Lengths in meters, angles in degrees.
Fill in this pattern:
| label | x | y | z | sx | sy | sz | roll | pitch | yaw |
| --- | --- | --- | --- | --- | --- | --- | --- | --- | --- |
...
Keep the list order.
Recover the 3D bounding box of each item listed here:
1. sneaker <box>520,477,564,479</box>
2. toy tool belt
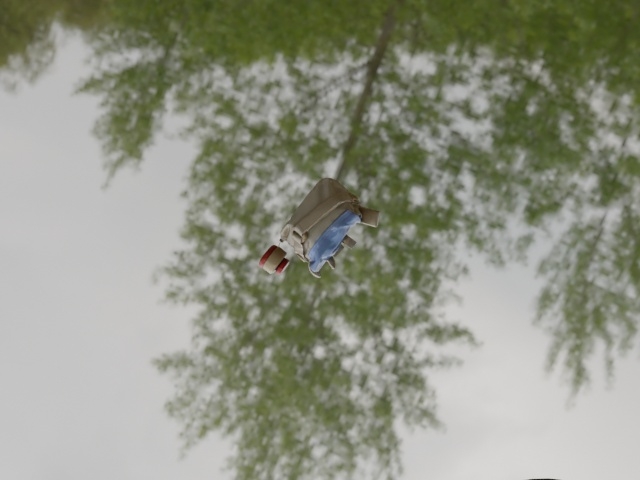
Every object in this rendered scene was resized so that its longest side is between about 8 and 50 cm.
| label | x | y | z | sx | sy | sz | roll | pitch | yaw |
| --- | --- | --- | --- | --- | --- | --- | --- | --- | --- |
| sneaker | 0.113 | 0.234 | 0.790 | 0.097 | 0.234 | 0.084 | 58 | -144 | -17 |
| toy tool belt | 0.000 | 0.000 | 0.804 | 0.051 | 0.083 | 0.052 | 38 | -171 | 5 |
